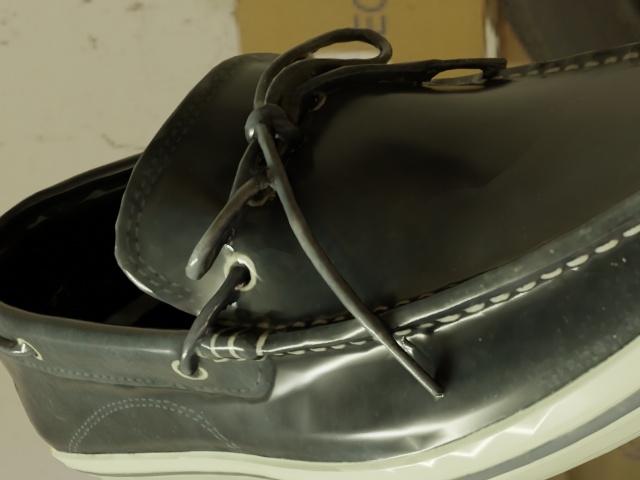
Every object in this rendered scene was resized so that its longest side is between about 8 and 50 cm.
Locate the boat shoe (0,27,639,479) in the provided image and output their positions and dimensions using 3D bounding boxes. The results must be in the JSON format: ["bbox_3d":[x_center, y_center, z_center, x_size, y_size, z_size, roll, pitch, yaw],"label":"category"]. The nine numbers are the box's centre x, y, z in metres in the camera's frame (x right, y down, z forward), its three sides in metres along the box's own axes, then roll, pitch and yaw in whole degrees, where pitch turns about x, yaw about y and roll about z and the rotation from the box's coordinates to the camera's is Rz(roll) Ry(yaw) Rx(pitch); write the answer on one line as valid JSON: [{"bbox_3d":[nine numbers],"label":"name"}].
[{"bbox_3d":[0.000,0.000,0.519,0.156,0.500,0.187,51,-129,-19],"label":"boat shoe"}]
